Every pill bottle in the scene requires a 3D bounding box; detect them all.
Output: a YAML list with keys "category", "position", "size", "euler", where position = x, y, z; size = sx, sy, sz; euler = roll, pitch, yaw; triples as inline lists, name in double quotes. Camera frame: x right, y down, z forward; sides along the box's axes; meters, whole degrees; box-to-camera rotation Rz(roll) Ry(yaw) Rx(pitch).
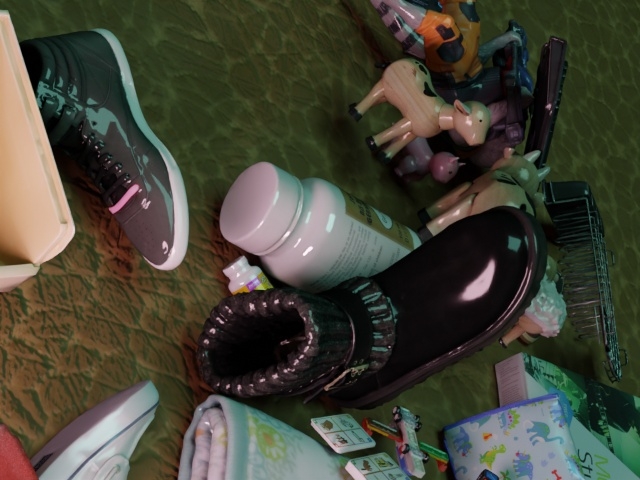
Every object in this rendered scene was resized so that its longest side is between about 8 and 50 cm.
- category: "pill bottle"
  position: [-0.076, 0.059, 1.859]
  size: [0.083, 0.043, 0.043]
  euler: [54, 39, -8]
- category: "pill bottle"
  position: [0.000, 0.000, 1.909]
  size: [0.229, 0.131, 0.131]
  euler: [29, 49, -34]

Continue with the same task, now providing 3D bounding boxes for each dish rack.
- category: "dish rack"
  position: [0.374, 0.062, 2.269]
  size: [0.208, 0.074, 0.272]
  euler: [46, 36, -64]

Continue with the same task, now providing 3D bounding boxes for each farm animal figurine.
- category: "farm animal figurine"
  position: [0.200, -0.070, 2.052]
  size: [0.330, 0.172, 0.327]
  euler: [50, 12, -26]

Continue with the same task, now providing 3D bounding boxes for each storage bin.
- category: "storage bin"
  position: [-0.396, -0.080, 1.532]
  size: [0.262, 0.123, 0.260]
  euler: [-5, 71, -49]

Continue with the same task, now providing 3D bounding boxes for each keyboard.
- category: "keyboard"
  position: [0.302, -0.162, 2.197]
  size: [0.033, 0.317, 0.202]
  euler: [7, 59, 2]

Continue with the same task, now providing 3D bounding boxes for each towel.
- category: "towel"
  position: [-0.020, 0.381, 1.695]
  size: [0.320, 0.090, 0.374]
  euler: [34, 46, -34]

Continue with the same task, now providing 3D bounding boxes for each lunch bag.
- category: "lunch bag"
  position: [0.237, 0.275, 2.009]
  size: [0.151, 0.096, 0.129]
  euler: [-12, 64, -8]

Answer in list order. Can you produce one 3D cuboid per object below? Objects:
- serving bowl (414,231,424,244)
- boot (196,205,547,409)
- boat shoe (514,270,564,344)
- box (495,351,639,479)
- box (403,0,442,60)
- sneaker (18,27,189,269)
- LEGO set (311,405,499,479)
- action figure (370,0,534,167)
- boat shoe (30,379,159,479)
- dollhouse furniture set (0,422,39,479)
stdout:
- category: "serving bowl"
  position: [0.117, 0.030, 2.101]
  size: [0.083, 0.027, 0.083]
  euler: [25, 51, -35]
- category: "boot"
  position: [0.059, 0.071, 1.760]
  size: [0.260, 0.348, 0.131]
  euler: [18, 37, -50]
- category: "boat shoe"
  position: [0.319, 0.089, 2.269]
  size: [0.056, 0.049, 0.152]
  euler: [49, 40, -15]
- category: "box"
  position: [0.370, 0.302, 2.189]
  size: [0.322, 0.058, 0.232]
  euler: [23, 52, -38]
- category: "box"
  position: [0.161, -0.330, 2.370]
  size: [0.116, 0.029, 0.162]
  euler: [17, 55, -41]
- category: "sneaker"
  position: [-0.248, -0.095, 1.726]
  size: [0.147, 0.104, 0.296]
  euler: [-6, 66, -47]
- category: "LEGO set"
  position: [0.103, 0.267, 1.837]
  size: [0.182, 0.060, 0.244]
  euler: [45, 24, 25]
- category: "action figure"
  position: [0.196, -0.254, 2.276]
  size: [0.341, 0.178, 0.330]
  euler: [-67, 136, -66]
- category: "boat shoe"
  position: [-0.232, 0.234, 1.557]
  size: [0.258, 0.095, 0.084]
  euler: [-44, 106, -40]
- category: "dollhouse furniture set"
  position: [-0.288, 0.354, 1.337]
  size: [0.152, 0.201, 0.374]
  euler: [-33, 99, -52]
